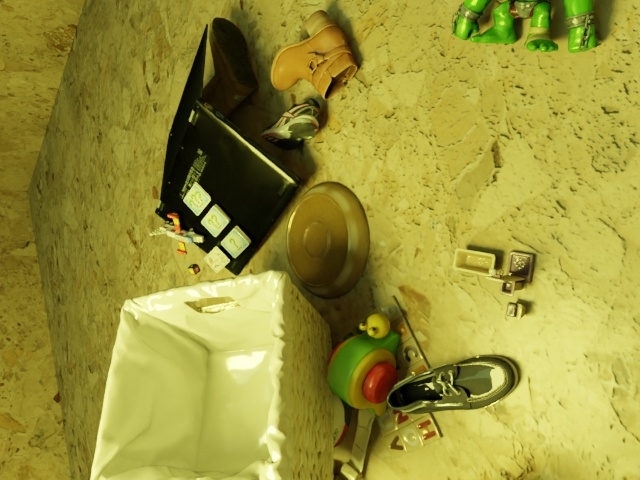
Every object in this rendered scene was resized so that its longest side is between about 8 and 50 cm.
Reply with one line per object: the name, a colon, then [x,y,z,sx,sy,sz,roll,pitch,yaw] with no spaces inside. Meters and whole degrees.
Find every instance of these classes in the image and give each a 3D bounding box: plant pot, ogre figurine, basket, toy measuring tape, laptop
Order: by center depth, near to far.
ogre figurine: [0.267,-0.317,0.633,0.197,0.096,0.118,-131,37,-54]
toy measuring tape: [0.056,0.280,0.827,0.121,0.121,0.330,25,108,45]
basket: [-0.156,0.268,0.833,0.328,0.266,0.331,-12,58,18]
plant pot: [0.000,0.000,0.965,0.236,0.032,0.236,0,90,49]
laptop: [-0.235,-0.200,1.149,0.408,0.236,0.382,39,136,-1]

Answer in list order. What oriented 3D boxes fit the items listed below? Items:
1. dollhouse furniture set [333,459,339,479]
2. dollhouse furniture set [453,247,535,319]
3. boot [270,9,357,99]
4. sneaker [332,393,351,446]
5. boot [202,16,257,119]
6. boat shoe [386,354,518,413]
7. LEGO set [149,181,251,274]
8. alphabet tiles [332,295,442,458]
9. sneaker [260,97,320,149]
dollhouse furniture set: [0.076,0.512,0.880,0.151,0.123,0.144,5,94,13]
dollhouse furniture set: [0.223,0.055,0.680,0.114,0.081,0.091,12,99,47]
boot: [-0.018,-0.333,0.961,0.197,0.073,0.152,-45,62,41]
sneaker: [-0.055,0.392,0.937,0.090,0.145,0.270,55,127,32]
boot: [-0.283,-0.391,1.240,0.269,0.089,0.236,-36,64,43]
boat shoe: [0.189,0.223,0.721,0.206,0.065,0.075,-27,68,37]
LEGO set: [-0.291,0.000,1.138,0.182,0.060,0.244,48,135,-5]
alphabet tiles: [0.116,0.248,0.852,0.198,0.009,0.237,-45,58,37]
sneaker: [-0.055,-0.245,1.015,0.178,0.072,0.077,-2,65,49]
